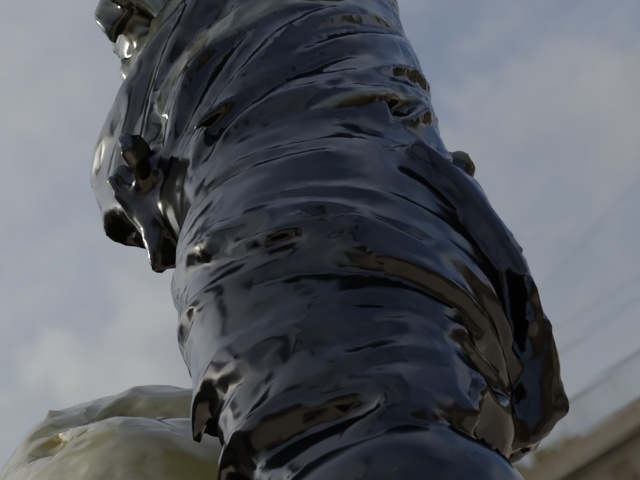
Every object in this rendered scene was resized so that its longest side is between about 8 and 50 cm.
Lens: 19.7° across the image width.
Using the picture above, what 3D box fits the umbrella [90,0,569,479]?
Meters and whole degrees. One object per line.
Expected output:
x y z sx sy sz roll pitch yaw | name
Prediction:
-0.006 0.003 0.505 0.113 0.357 0.106 -2 -63 -7 | umbrella

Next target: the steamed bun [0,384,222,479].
-0.044 0.231 0.662 0.230 0.372 0.325 -26 -17 5 | steamed bun
